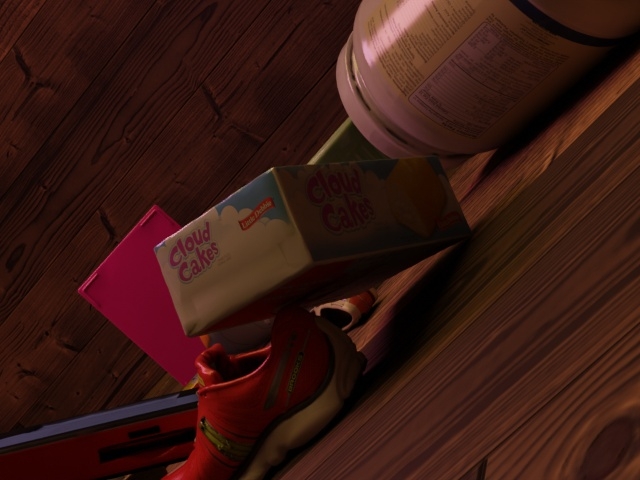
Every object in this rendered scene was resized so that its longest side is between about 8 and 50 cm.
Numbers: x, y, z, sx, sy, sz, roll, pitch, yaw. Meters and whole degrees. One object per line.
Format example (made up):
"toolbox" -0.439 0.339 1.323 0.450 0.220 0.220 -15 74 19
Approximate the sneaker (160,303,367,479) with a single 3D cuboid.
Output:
"sneaker" -0.075 0.152 1.091 0.279 0.118 0.107 -45 3 29

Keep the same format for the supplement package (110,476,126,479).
"supplement package" -0.360 0.407 1.814 0.105 0.105 0.179 -48 5 8

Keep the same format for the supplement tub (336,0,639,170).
"supplement tub" 0.180 -0.238 1.287 0.235 0.235 0.325 -51 5 -41

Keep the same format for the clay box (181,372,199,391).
"clay box" -0.226 0.287 1.892 0.222 0.053 0.127 -50 4 -14

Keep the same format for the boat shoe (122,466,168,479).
"boat shoe" -0.260 0.357 1.593 0.153 0.056 0.048 -56 10 -13

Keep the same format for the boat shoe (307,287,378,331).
"boat shoe" 0.016 0.083 1.334 0.043 0.049 0.137 -53 11 -31

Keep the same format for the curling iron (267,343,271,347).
"curling iron" -0.054 0.136 1.412 0.068 0.035 0.274 -2 -6 -17

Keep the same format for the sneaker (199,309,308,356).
"sneaker" -0.031 0.052 1.420 0.262 0.099 0.121 -27 -1 -39

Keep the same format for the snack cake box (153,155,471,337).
"snack cake box" 0.000 0.000 1.077 0.152 0.089 0.264 -29 -11 34

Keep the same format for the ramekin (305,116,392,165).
"ramekin" 0.019 -0.039 1.718 0.303 0.148 0.303 -48 4 4

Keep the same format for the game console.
"game console" -0.241 0.210 1.335 0.386 0.060 0.342 -12 2 -6

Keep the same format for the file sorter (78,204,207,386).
"file sorter" -0.247 0.110 2.166 0.202 0.290 0.182 -48 1 -2
